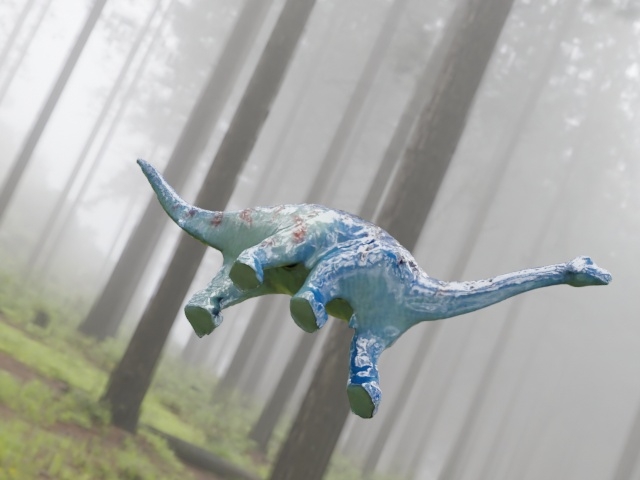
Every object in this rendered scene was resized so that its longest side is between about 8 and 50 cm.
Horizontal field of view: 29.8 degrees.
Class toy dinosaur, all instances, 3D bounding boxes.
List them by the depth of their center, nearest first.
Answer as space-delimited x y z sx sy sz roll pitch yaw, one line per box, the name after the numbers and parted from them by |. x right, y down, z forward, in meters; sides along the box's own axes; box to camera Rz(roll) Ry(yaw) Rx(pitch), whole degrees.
-0.002 0.020 0.721 0.329 0.144 0.076 12 -50 20 | toy dinosaur
